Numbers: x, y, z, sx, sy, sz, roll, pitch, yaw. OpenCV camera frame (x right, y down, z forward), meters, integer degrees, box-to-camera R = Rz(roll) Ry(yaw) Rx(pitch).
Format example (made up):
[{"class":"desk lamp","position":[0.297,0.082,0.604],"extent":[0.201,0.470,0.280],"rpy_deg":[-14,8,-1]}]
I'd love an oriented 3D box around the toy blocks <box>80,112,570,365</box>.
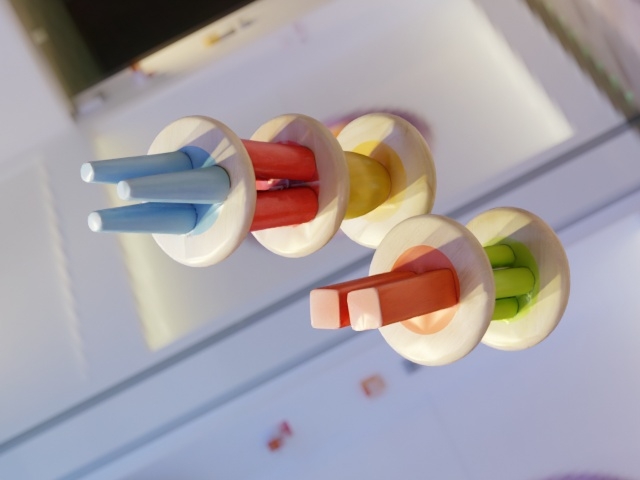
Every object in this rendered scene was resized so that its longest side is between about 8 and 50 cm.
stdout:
[{"class":"toy blocks","position":[0.000,0.000,0.649],"extent":[0.123,0.054,0.148],"rpy_deg":[39,-153,32]}]
